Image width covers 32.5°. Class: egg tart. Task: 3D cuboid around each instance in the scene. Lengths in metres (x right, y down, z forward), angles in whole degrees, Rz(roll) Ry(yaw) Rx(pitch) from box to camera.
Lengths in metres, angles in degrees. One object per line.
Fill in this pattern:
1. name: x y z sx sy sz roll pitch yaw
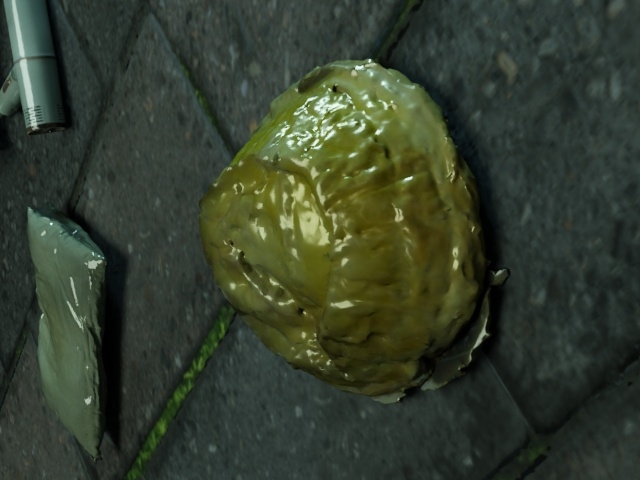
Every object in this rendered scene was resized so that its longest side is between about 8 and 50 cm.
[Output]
1. egg tart: 0.000 0.000 0.695 0.252 0.098 0.232 23 120 46

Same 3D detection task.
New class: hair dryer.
1. hair dryer: -0.320 -0.178 1.140 0.183 0.044 0.155 -7 91 58

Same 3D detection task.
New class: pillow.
1. pillow: -0.251 0.090 1.106 0.148 0.050 0.230 36 130 50
